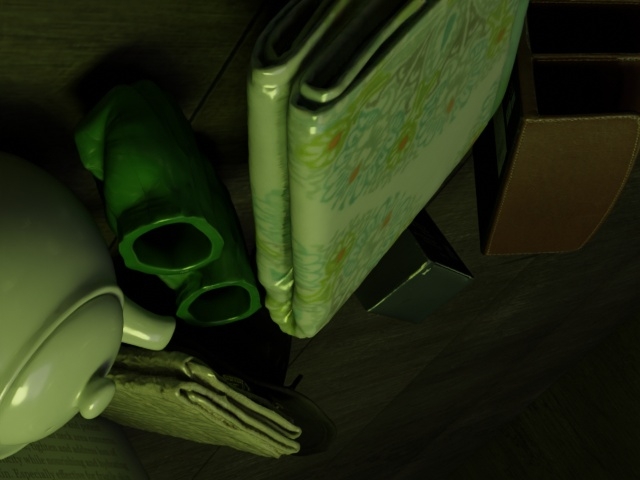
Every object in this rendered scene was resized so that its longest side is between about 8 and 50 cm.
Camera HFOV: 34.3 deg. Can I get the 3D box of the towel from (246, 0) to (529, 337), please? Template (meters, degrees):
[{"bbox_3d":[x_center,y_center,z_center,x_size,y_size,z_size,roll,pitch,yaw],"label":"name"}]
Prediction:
[{"bbox_3d":[0.058,-0.118,0.879,0.320,0.090,0.374,-48,160,-24],"label":"towel"}]

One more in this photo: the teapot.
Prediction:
[{"bbox_3d":[-0.235,0.070,0.758,0.256,0.187,0.252,-51,168,-27],"label":"teapot"}]

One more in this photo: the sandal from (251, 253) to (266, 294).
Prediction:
[{"bbox_3d":[-0.039,0.057,1.239,0.079,0.088,0.240,-30,167,-33],"label":"sandal"}]

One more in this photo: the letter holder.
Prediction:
[{"bbox_3d":[0.294,-0.115,1.129,0.214,0.152,0.302,-1,154,0],"label":"letter holder"}]

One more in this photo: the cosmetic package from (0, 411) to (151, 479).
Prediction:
[{"bbox_3d":[-0.339,0.361,1.019,0.327,0.394,0.329,-38,157,8],"label":"cosmetic package"}]

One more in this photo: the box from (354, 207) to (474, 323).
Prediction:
[{"bbox_3d":[0.074,0.001,1.165,0.093,0.158,0.156,-40,156,15],"label":"box"}]

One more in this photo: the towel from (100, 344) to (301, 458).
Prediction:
[{"bbox_3d":[-0.167,0.148,1.016,0.187,0.282,0.049,41,60,-44],"label":"towel"}]

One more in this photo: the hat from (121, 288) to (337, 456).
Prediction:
[{"bbox_3d":[-0.112,0.115,1.135,0.331,0.331,0.134,86,23,-64],"label":"hat"}]

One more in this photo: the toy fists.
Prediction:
[{"bbox_3d":[-0.126,-0.027,0.867,0.096,0.142,0.279,-18,157,3],"label":"toy fists"}]
